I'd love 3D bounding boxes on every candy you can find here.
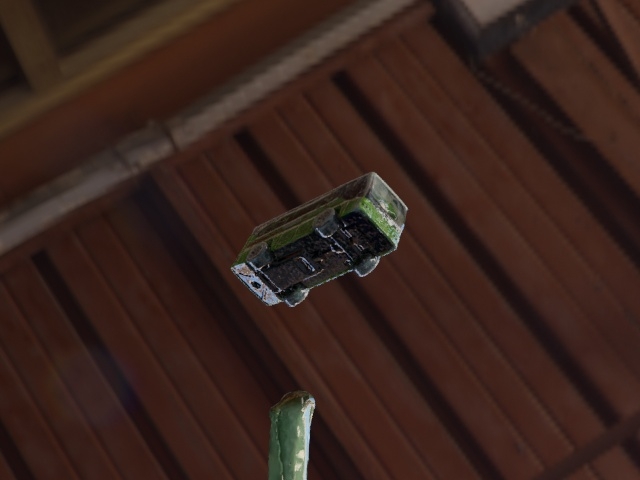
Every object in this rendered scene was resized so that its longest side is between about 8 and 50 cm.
[{"bbox_3d":[-0.017,0.213,0.589,0.093,0.092,0.335,3,-81,-8],"label":"candy"}]

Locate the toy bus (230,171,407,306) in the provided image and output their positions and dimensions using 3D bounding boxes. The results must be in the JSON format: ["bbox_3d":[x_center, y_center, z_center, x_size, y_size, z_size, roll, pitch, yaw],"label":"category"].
[{"bbox_3d":[0.000,0.000,0.768,0.031,0.083,0.037,47,-136,-19],"label":"toy bus"}]
